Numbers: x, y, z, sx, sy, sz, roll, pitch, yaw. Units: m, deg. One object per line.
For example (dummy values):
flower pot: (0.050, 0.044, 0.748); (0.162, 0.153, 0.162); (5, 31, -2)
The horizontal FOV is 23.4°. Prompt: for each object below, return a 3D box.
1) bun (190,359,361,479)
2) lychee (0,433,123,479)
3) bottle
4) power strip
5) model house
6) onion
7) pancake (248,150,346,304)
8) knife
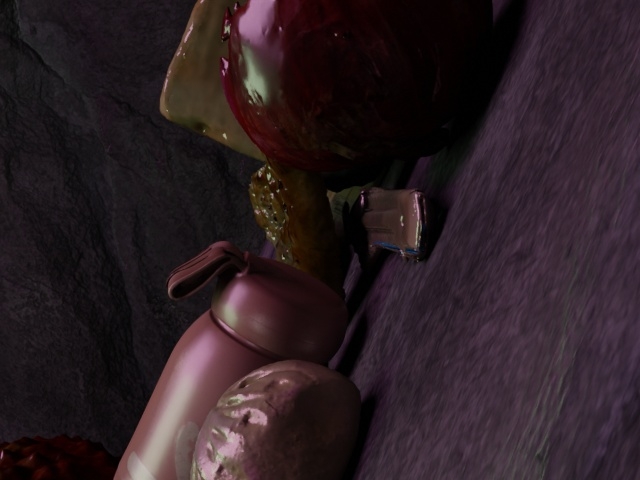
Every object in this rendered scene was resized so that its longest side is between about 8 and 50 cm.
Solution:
bun: (-0.048, 0.193, 1.352); (0.193, 0.127, 0.178); (119, 171, -67)
lychee: (-0.363, 0.452, 1.922); (0.500, 0.424, 0.425); (-28, 32, 42)
bottle: (-0.098, 0.159, 1.587); (0.173, 0.206, 0.297); (-108, 42, -71)
power strip: (0.000, 0.000, 2.068); (0.092, 0.066, 0.388); (-69, 5, -51)
model house: (0.009, -0.267, 1.860); (0.342, 0.334, 0.382); (-18, -47, -83)
onion: (0.036, -0.182, 1.489); (0.276, 0.276, 0.276); (-157, 90, -85)
pancake: (-0.039, 0.005, 1.713); (0.197, 0.054, 0.377); (52, 155, 41)
knife: (0.072, -0.013, 1.529); (0.365, 0.043, 0.089); (178, 82, -82)
